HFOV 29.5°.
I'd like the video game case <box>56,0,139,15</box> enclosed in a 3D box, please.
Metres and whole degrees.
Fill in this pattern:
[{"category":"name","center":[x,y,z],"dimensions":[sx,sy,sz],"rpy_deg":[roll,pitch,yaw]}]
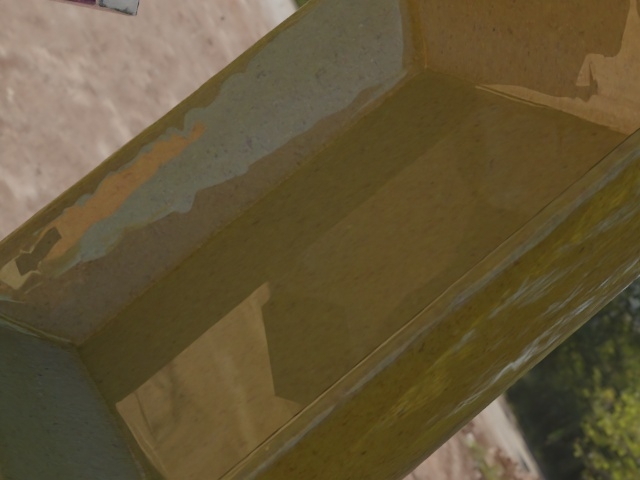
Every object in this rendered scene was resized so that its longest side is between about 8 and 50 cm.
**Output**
[{"category":"video game case","center":[-0.176,-0.232,0.583],"dimensions":[0.042,0.232,0.210],"rpy_deg":[-7,110,-70]}]

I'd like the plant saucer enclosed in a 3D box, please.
[{"category":"plant saucer","center":[0.000,0.000,0.528],"dimensions":[0.081,0.332,0.333],"rpy_deg":[55,-9,-26]}]
